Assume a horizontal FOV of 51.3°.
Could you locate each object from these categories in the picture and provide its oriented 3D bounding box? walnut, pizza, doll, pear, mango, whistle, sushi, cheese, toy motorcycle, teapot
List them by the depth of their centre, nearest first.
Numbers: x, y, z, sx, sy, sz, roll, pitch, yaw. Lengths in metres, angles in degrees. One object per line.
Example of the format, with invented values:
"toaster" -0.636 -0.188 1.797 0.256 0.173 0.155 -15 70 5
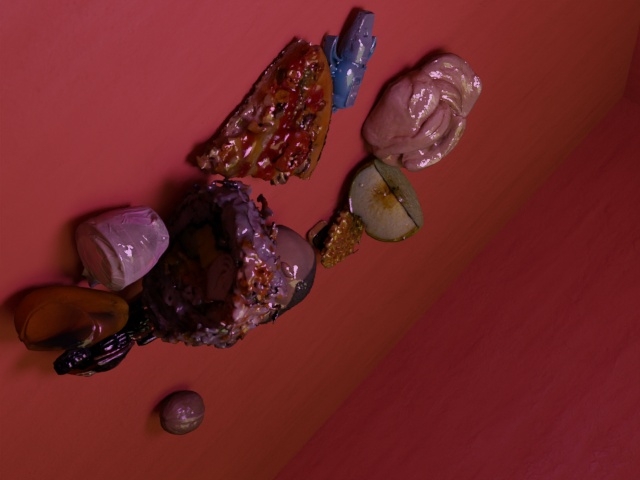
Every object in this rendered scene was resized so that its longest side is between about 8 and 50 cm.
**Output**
"mango" -0.546 0.166 1.471 0.235 0.166 0.136 1 88 -19
"teapot" -0.429 0.026 1.485 0.178 0.163 0.222 -35 150 -40
"sushi" -0.251 0.048 1.543 0.175 0.417 0.418 12 115 -48
"pizza" -0.120 -0.242 1.643 0.406 0.130 0.440 -37 150 -28
"toy motorcycle" -0.487 0.230 1.674 0.401 0.134 0.207 -33 178 -34
"whistle" 0.075 -0.452 1.707 0.186 0.093 0.274 -19 137 -48
"doll" -0.157 0.118 1.953 0.247 0.247 0.349 -26 162 -38
"walnut" -0.450 0.560 2.168 0.162 0.140 0.140 -5 131 -40
"pear" 0.212 -0.138 2.198 0.159 0.293 0.292 -33 162 28
"cheese" 0.001 0.000 2.231 0.086 0.036 0.162 -47 154 -18

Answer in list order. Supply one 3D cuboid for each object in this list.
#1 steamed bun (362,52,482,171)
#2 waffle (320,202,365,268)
"steamed bun" 0.325 -0.378 2.031 0.372 0.230 0.325 -31 144 -29
"waffle" 0.080 -0.016 2.270 0.262 0.060 0.280 -56 160 -9
